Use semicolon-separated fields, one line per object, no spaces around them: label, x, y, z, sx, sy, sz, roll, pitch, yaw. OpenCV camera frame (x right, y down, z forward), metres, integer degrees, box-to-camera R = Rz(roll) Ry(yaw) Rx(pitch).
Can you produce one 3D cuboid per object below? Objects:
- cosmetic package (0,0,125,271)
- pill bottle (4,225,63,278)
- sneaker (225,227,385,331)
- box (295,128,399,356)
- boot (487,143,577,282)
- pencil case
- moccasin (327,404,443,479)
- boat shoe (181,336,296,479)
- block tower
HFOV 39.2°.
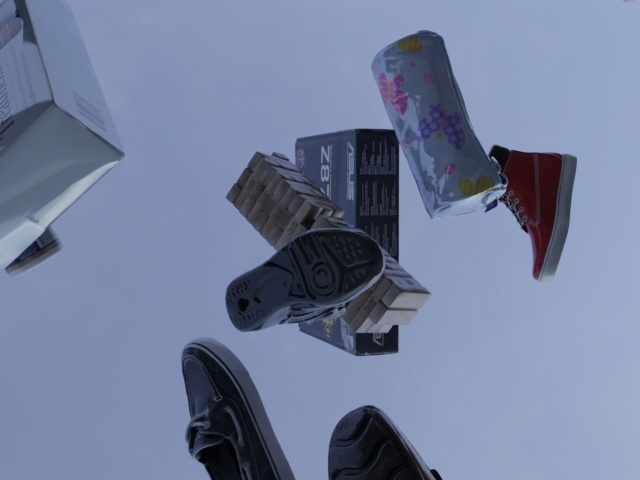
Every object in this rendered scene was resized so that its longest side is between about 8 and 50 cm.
cosmetic package;-0.373;-0.114;0.963;0.097;0.284;0.377;38;-167;-40
pill bottle;-0.475;-0.035;1.366;0.094;0.094;0.169;-38;-77;-39
sneaker;0.006;0.039;1.010;0.130;0.228;0.087;-10;-104;-45
box;0.046;-0.003;1.676;0.097;0.318;0.394;-2;-86;-22
boot;0.332;-0.049;1.523;0.176;0.088;0.244;9;-116;6
pencil case;0.168;-0.164;1.294;0.114;0.124;0.273;-11;-107;-37
moccasin;0.135;0.359;1.026;0.380;0.139;0.147;52;-162;25
boat shoe;-0.138;0.270;1.250;0.102;0.108;0.301;-7;-120;-43
block tower;0.000;0.000;1.292;0.335;0.091;0.097;45;-161;29
